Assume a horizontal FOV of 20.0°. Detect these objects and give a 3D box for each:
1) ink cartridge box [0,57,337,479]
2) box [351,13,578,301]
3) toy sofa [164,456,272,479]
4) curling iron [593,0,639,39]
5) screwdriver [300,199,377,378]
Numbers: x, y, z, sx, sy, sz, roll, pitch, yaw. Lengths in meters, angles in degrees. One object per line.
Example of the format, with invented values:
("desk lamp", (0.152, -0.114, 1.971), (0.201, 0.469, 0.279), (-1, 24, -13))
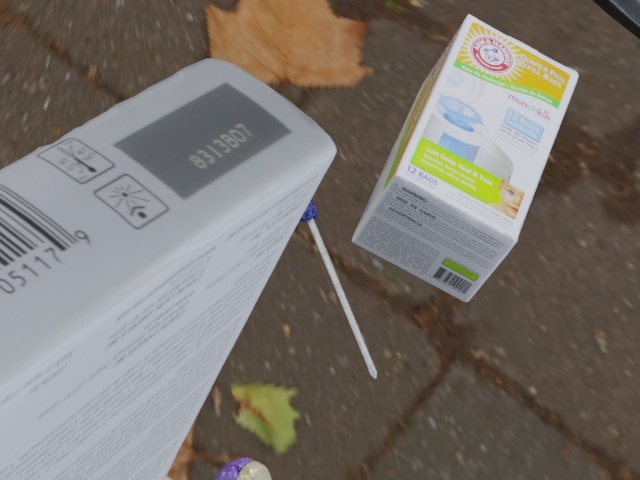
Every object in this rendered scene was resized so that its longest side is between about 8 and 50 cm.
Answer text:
("ink cartridge box", (-0.099, 0.075, 0.515), (0.066, 0.189, 0.232), (39, 126, 9))
("box", (0.122, -0.071, 1.507), (0.114, 0.103, 0.203), (29, 52, -3))
("toy sofa", (-0.114, 0.328, 1.889), (0.150, 0.362, 0.177), (26, 74, 29))
("curling iron", (0.141, -0.160, 1.035), (0.274, 0.068, 0.035), (33, 66, -11))
("screwdriver", (0.000, 0.000, 1.039), (0.024, 0.025, 0.170), (-19, 71, -14))
